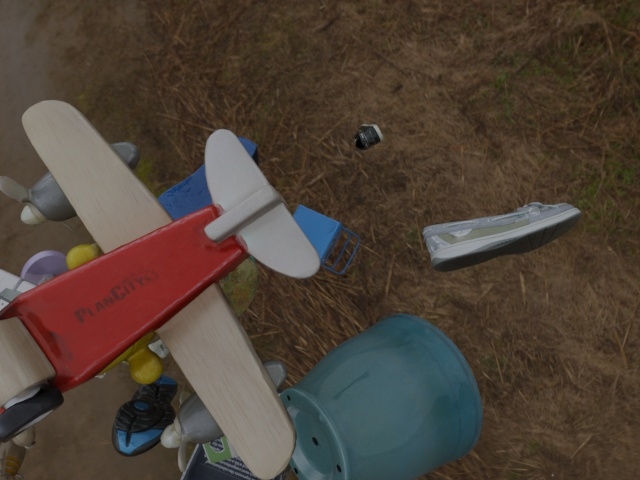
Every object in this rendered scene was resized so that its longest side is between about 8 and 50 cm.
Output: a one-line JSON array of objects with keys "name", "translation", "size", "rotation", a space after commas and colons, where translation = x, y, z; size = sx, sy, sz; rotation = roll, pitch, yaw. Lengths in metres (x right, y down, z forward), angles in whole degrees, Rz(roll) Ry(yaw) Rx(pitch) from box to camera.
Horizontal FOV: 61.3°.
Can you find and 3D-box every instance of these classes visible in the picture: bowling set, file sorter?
[{"name": "bowling set", "translation": [-0.629, 0.338, 1.058], "size": [0.200, 0.287, 0.154], "rotation": [-37, 28, -4]}, {"name": "file sorter", "translation": [0.000, 0.000, 1.388], "size": [0.170, 0.105, 0.118], "rotation": [27, 89, 48]}]

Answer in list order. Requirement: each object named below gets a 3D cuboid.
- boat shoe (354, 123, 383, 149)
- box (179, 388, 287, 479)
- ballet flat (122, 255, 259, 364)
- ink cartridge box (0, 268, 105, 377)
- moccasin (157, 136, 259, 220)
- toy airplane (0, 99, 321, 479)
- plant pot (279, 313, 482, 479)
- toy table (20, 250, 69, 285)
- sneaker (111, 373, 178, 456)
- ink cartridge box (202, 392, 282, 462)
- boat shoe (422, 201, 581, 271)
[{"name": "boat shoe", "translation": [0.148, -0.351, 1.864], "size": [0.079, 0.233, 0.084], "rotation": [-34, 100, -3]}, {"name": "box", "translation": [-0.257, 0.773, 1.819], "size": [0.298, 0.479, 0.471], "rotation": [20, 57, 8]}, {"name": "ballet flat", "translation": [-0.223, 0.120, 0.838], "size": [0.349, 0.123, 0.123], "rotation": [-30, 56, 40]}, {"name": "ink cartridge box", "translation": [-0.559, 0.166, 1.106], "size": [0.273, 0.198, 0.114], "rotation": [9, 68, 42]}, {"name": "moccasin", "translation": [-0.249, -0.080, 1.202], "size": [0.138, 0.116, 0.342], "rotation": [39, 71, 23]}, {"name": "toy airplane", "translation": [-0.194, 0.053, 0.624], "size": [0.385, 0.272, 0.385], "rotation": [12, 72, -12]}, {"name": "plant pot", "translation": [0.078, 0.286, 0.892], "size": [0.272, 0.255, 0.271], "rotation": [21, 118, 47]}, {"name": "toy table", "translation": [-0.893, 0.185, 1.811], "size": [0.252, 0.274, 0.161], "rotation": [-25, 56, -24]}, {"name": "sneaker", "translation": [-0.417, 0.438, 1.285], "size": [0.125, 0.341, 0.139], "rotation": [23, 94, -6]}, {"name": "ink cartridge box", "translation": [-0.171, 0.462, 1.330], "size": [0.235, 0.171, 0.056], "rotation": [-9, 41, -6]}, {"name": "boat shoe", "translation": [0.381, -0.025, 1.140], "size": [0.321, 0.118, 0.103], "rotation": [-18, 66, 8]}]
